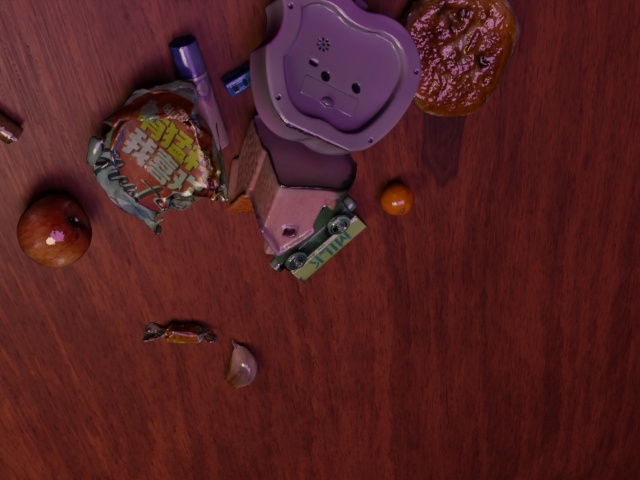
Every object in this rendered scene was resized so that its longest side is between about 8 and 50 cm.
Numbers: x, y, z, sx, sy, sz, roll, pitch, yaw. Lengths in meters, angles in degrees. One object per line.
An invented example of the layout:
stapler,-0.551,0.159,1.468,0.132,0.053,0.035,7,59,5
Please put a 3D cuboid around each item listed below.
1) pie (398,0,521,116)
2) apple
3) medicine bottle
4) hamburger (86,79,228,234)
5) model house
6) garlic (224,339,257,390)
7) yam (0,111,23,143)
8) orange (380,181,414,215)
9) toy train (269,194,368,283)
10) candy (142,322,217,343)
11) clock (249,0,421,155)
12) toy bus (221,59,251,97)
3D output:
pie,0.295,-0.414,1.526,0.315,0.092,0.315,-10,127,-14
apple,-0.537,-0.016,1.425,0.131,0.146,0.146,-24,131,18
medicine bottle,-0.241,-0.290,1.409,0.059,0.059,0.231,-21,129,-8
hamburger,-0.309,-0.170,1.394,0.276,0.150,0.260,-24,108,22
model house,-0.064,-0.105,1.505,0.202,0.237,0.237,-1,138,-30
garlic,-0.202,0.334,1.848,0.084,0.066,0.152,4,123,-22
yam,-0.681,-0.279,1.246,0.327,0.045,0.045,39,80,-37
orange,0.185,-0.098,1.703,0.083,0.083,0.083,-11,126,-15
toy train,0.000,0.000,1.691,0.253,0.105,0.157,-41,142,8
candy,-0.342,0.226,1.727,0.182,0.053,0.046,3,121,-21
clock,0.030,-0.336,1.376,0.339,0.102,0.338,-2,94,-23
toy bus,-0.155,-0.328,1.426,0.083,0.046,0.038,-30,129,1
